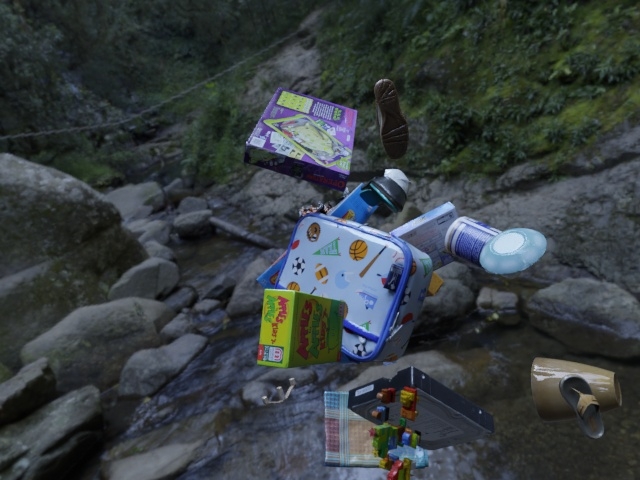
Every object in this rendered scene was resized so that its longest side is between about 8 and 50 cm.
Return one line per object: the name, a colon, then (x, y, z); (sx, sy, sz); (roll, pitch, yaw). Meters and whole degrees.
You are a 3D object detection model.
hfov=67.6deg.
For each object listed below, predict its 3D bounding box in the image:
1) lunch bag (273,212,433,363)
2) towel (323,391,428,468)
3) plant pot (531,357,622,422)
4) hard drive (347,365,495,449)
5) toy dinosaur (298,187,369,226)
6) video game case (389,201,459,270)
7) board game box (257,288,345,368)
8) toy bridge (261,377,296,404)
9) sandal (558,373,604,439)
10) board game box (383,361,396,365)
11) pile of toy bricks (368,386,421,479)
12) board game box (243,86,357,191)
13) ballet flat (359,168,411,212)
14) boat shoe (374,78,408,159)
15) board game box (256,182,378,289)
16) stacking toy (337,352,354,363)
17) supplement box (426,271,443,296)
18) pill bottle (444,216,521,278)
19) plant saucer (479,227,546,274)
lunch bag: (0.051, 0.090, 0.900); (0.303, 0.243, 0.115); (23, 2, 42)
towel: (0.197, 0.683, 1.735); (0.371, 0.040, 0.271); (4, 51, -6)
plant pot: (0.938, 0.542, 1.740); (0.255, 0.237, 0.237); (-14, 18, 37)
hard drive: (0.272, 0.467, 1.294); (0.237, 0.339, 0.064); (-34, 33, 37)
toy dinosaur: (0.050, -0.055, 1.759); (0.218, 0.164, 0.322); (-31, 60, -19)
video game case: (0.448, 0.008, 1.939); (0.270, 0.244, 0.061); (-27, 31, 5)
board game box: (-0.019, 0.121, 0.651); (0.043, 0.092, 0.181); (1, -10, 23)
toy bridge: (-0.173, 0.675, 2.102); (0.188, 0.063, 0.026); (-22, 3, -44)
sandal: (0.653, 0.410, 1.174); (0.072, 0.180, 0.049); (-25, 1, -3)
board game box: (0.289, 0.467, 2.121); (0.060, 0.194, 0.194); (-19, 5, 6)
pile of toy bricks: (0.150, 0.433, 1.064); (0.105, 0.212, 0.118); (10, -7, -41)
board game box: (-0.029, -0.236, 1.053); (0.208, 0.056, 0.346); (13, 36, -1)
ballet flat: (0.167, -0.134, 1.208); (0.096, 0.095, 0.280); (-44, 13, -1)
boat shoe: (0.303, -0.526, 2.099); (0.123, 0.341, 0.123); (-16, 8, 2)
board game box: (0.000, 0.000, 1.385); (0.302, 0.086, 0.308); (-40, 4, 35)
stacking toy: (0.133, 0.418, 2.237); (0.166, 0.175, 0.301); (-6, 31, 7)
supplement box: (0.341, 0.109, 1.768); (0.080, 0.233, 0.078); (-54, 11, -21)
pill bottle: (0.593, 0.027, 1.713); (0.153, 0.153, 0.265); (-28, 38, -27)
plant saucer: (0.563, 0.018, 1.418); (0.195, 0.037, 0.195); (-27, 28, 16)
